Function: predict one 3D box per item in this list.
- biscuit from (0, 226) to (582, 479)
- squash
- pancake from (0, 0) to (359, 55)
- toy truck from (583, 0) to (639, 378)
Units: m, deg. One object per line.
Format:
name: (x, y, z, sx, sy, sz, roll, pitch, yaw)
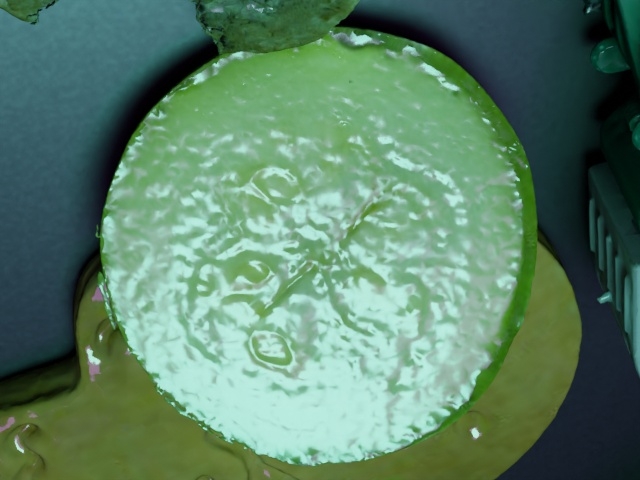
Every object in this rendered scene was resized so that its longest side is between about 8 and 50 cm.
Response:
biscuit: (-0.023, 0.099, 0.847, 0.355, 0.052, 0.275, -23, 124, 1)
squash: (0.001, 0.001, 0.756, 0.219, 0.041, 0.219, -2, 101, -8)
pancake: (-0.061, -0.171, 0.632, 0.253, 0.037, 0.254, 2, 139, 1)
toy truck: (0.210, -0.085, 0.732, 0.178, 0.176, 0.363, -10, 122, 2)
